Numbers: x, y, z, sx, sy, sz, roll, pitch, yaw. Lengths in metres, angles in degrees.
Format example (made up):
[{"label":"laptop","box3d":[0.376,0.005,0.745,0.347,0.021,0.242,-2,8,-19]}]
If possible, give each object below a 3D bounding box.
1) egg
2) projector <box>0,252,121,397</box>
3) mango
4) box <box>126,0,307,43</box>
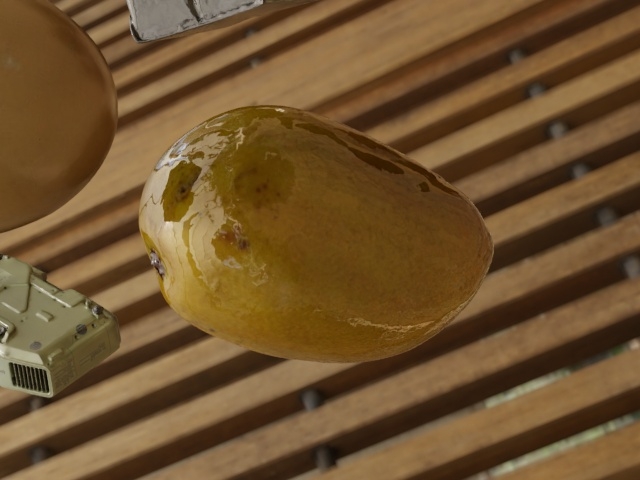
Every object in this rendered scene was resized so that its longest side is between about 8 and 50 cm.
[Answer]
[{"label":"egg","box3d":[-0.407,-0.148,1.318,0.301,0.374,0.301,176,90,-85]},{"label":"projector","box3d":[-0.451,0.124,1.820,0.193,0.269,0.088,-38,-41,-37]},{"label":"mango","box3d":[0.000,0.000,1.492,0.232,0.446,0.300,-159,81,-68]},{"label":"box","box3d":[-0.163,-0.481,2.116,0.345,0.251,0.204,-35,-69,-66]}]
